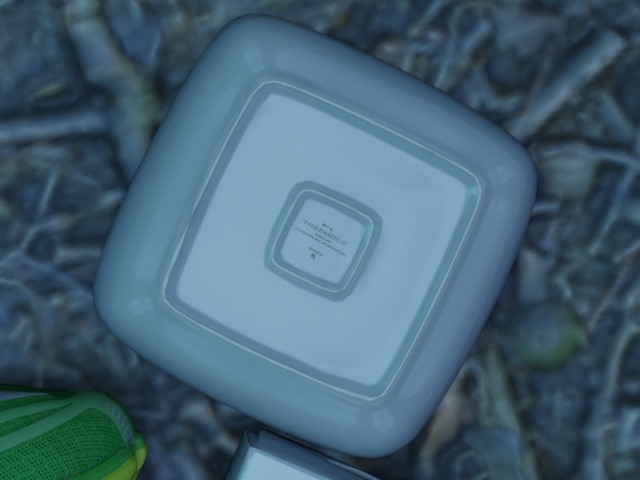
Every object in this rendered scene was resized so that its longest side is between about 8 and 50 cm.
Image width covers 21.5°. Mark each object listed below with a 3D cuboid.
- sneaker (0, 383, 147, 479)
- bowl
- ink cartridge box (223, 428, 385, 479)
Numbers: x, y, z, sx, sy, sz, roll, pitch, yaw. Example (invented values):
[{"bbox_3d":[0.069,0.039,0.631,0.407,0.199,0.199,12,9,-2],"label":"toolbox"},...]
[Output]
[{"bbox_3d":[-0.205,0.049,0.569,0.296,0.109,0.123,7,95,-3],"label":"sneaker"},{"bbox_3d":[0.000,0.000,0.608,0.142,0.053,0.142,26,90,-4],"label":"bowl"},{"bbox_3d":[-0.009,0.141,0.609,0.088,0.052,0.122,23,88,-3],"label":"ink cartridge box"}]
